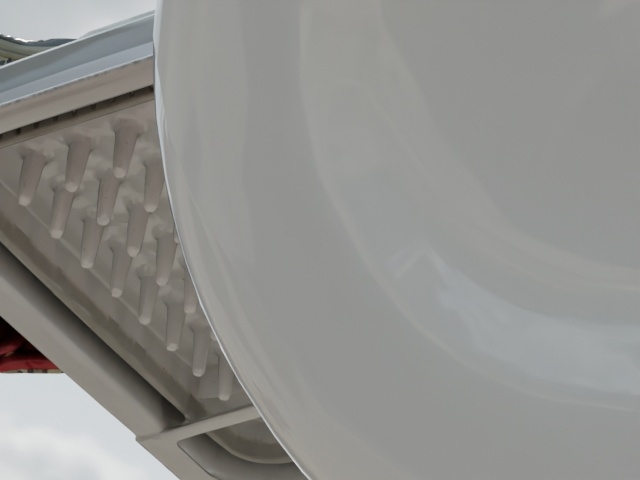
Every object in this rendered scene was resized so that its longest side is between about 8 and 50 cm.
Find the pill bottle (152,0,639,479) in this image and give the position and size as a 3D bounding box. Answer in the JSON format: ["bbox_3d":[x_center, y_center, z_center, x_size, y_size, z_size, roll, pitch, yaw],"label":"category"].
[{"bbox_3d":[0.164,-0.028,0.510,0.229,0.229,0.408,3,-2,34],"label":"pill bottle"}]

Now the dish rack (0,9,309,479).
[{"bbox_3d":[0.000,0.000,0.896,0.286,0.072,0.333,-14,-39,24],"label":"dish rack"}]

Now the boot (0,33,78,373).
[{"bbox_3d":[-0.192,-0.023,1.077,0.236,0.178,0.085,2,-33,23],"label":"boot"}]
